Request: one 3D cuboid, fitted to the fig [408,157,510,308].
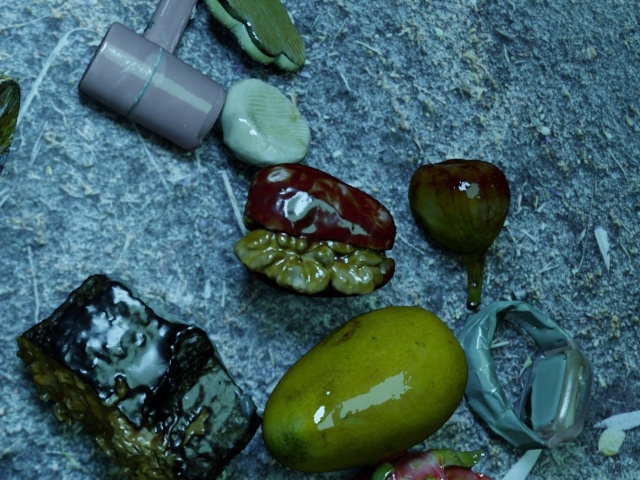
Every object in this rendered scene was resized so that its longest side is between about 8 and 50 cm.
[{"bbox_3d":[0.266,-0.030,1.533,0.191,0.191,0.290,-34,134,-32],"label":"fig"}]

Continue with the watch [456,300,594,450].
[{"bbox_3d":[0.368,0.243,1.492,0.241,0.162,0.253,26,65,-13],"label":"watch"}]

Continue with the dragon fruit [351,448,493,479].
[{"bbox_3d":[0.172,0.460,1.274,0.303,0.231,0.237,32,51,-30],"label":"dragon fruit"}]

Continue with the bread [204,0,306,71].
[{"bbox_3d":[-0.136,-0.421,1.399,0.286,0.056,0.207,61,31,0],"label":"bread"}]

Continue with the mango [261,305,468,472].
[{"bbox_3d":[0.065,0.240,1.246,0.378,0.264,0.221,-22,90,-40],"label":"mango"}]

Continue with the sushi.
[{"bbox_3d":[-0.247,0.208,1.109,0.348,0.234,0.207,45,61,-7],"label":"sushi"}]

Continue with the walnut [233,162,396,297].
[{"bbox_3d":[0.000,0.000,1.285,0.269,0.244,0.221,11,115,-6],"label":"walnut"}]

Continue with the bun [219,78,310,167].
[{"bbox_3d":[-0.105,-0.185,1.361,0.183,0.102,0.183,29,40,-28],"label":"bun"}]

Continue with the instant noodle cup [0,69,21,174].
[{"bbox_3d":[-0.566,-0.112,0.980,0.266,0.340,0.340,26,65,-10],"label":"instant noodle cup"}]

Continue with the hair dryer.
[{"bbox_3d":[-0.240,-0.339,1.333,0.210,0.125,0.352,29,58,-21],"label":"hair dryer"}]
